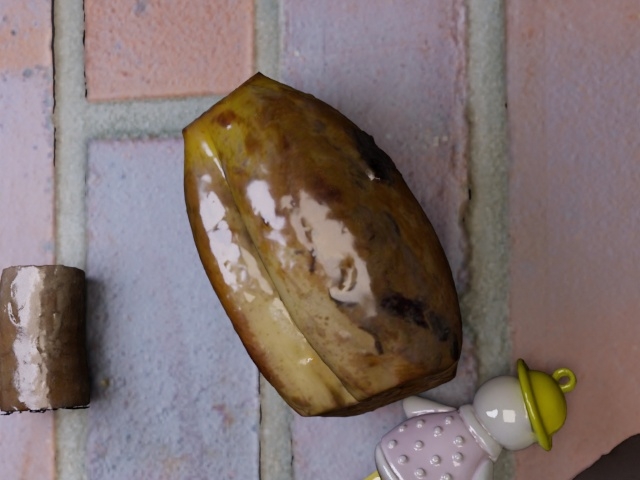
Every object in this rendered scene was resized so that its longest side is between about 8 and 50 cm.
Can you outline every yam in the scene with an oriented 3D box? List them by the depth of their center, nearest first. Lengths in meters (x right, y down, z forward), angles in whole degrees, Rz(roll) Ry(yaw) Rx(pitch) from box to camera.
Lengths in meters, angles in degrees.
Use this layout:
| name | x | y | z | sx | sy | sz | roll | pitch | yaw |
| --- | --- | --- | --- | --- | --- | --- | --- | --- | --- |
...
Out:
| name | x | y | z | sx | sy | sz | roll | pitch | yaw |
| --- | --- | --- | --- | --- | --- | --- | --- | --- | --- |
| yam | -0.239 | 0.087 | 1.000 | 0.084 | 0.084 | 0.127 | -3 | 84 | 11 |

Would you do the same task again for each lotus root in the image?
| name | x | y | z | sx | sy | sz | roll | pitch | yaw |
| --- | --- | --- | --- | --- | --- | --- | --- | --- | --- |
| lotus root | -0.004 | 0.001 | 0.904 | 0.193 | 0.193 | 0.291 | -29 | 82 | 9 |

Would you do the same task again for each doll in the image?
| name | x | y | z | sx | sy | sz | roll | pitch | yaw |
| --- | --- | --- | --- | --- | --- | --- | --- | --- | --- |
| doll | 0.115 | 0.163 | 0.925 | 0.207 | 0.081 | 0.129 | -34 | 51 | 4 |

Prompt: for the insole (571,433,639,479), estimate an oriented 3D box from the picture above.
| name | x | y | z | sx | sy | sz | roll | pitch | yaw |
| --- | --- | --- | --- | --- | --- | --- | --- | --- | --- |
| insole | 0.166 | 0.261 | 0.921 | 0.328 | 0.007 | 0.111 | -37 | 47 | 6 |
